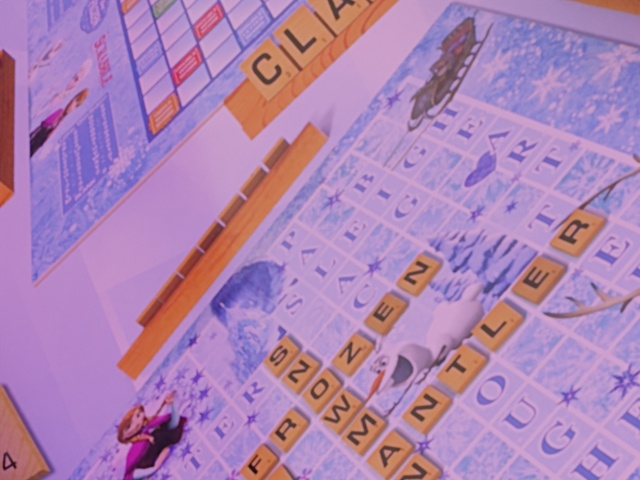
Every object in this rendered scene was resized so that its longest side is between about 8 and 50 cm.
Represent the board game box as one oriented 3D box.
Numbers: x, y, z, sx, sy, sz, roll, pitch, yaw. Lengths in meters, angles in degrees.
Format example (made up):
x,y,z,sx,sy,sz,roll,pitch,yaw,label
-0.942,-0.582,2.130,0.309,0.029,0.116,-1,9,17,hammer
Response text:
x,y,z,sx,sy,sz,roll,pitch,yaw,label
0.000,0.000,0.417,0.318,0.066,0.319,45,102,5,board game box
